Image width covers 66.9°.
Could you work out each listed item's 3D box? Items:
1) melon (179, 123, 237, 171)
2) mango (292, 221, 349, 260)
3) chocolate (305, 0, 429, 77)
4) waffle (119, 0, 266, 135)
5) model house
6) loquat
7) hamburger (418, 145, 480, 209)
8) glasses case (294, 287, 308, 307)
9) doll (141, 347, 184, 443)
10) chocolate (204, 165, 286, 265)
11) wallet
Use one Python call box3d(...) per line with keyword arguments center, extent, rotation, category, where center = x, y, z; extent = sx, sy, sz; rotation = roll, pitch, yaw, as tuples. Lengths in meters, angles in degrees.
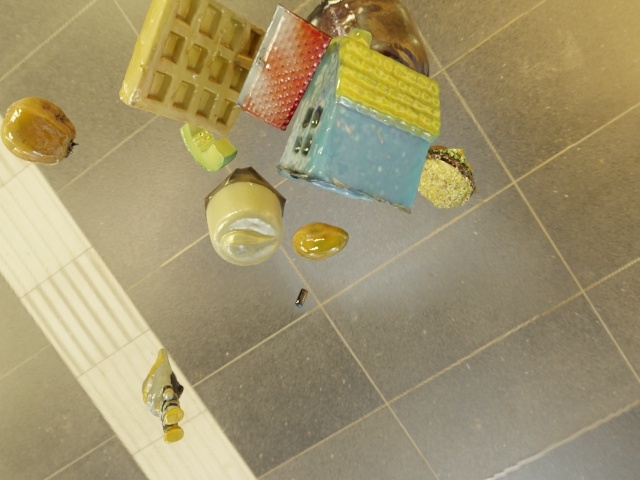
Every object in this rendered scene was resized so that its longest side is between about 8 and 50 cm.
box3d(center=(-0.315, -0.267, 1.350), extent=(0.209, 0.064, 0.118), rotation=(48, 145, 18), category="melon")
box3d(center=(-0.004, 0.004, 1.297), extent=(0.089, 0.163, 0.111), rotation=(47, 68, -39), category="mango")
box3d(center=(0.153, -0.532, 1.515), extent=(0.383, 0.384, 0.332), rotation=(-15, 64, 8), category="chocolate")
box3d(center=(-0.218, -0.319, 0.880), extent=(0.055, 0.247, 0.221), rotation=(33, 106, 30), category="waffle")
box3d(center=(0.079, -0.223, 0.922), extent=(0.237, 0.215, 0.304), rotation=(15, 101, -26), category="model house")
box3d(center=(-0.563, -0.215, 0.974), extent=(0.113, 0.137, 0.137), rotation=(-24, 96, 45), category="loquat")
box3d(center=(0.402, -0.211, 1.638), extent=(0.139, 0.261, 0.243), rotation=(-49, 126, -17), category="hamburger")
box3d(center=(-0.077, 0.233, 1.967), extent=(0.033, 0.023, 0.083), rotation=(16, 62, 13), category="glasses case")
box3d(center=(-0.402, 0.406, 1.251), extent=(0.103, 0.316, 0.146), rotation=(-26, 111, -20), category="doll")
box3d(center=(-0.278, -0.062, 1.916), extent=(0.326, 0.297, 0.314), rotation=(-42, 128, 5), category="chocolate")
box3d(center=(-0.067, -0.288, 0.833), extent=(0.103, 0.020, 0.197), rotation=(27, 128, -10), category="wallet")
